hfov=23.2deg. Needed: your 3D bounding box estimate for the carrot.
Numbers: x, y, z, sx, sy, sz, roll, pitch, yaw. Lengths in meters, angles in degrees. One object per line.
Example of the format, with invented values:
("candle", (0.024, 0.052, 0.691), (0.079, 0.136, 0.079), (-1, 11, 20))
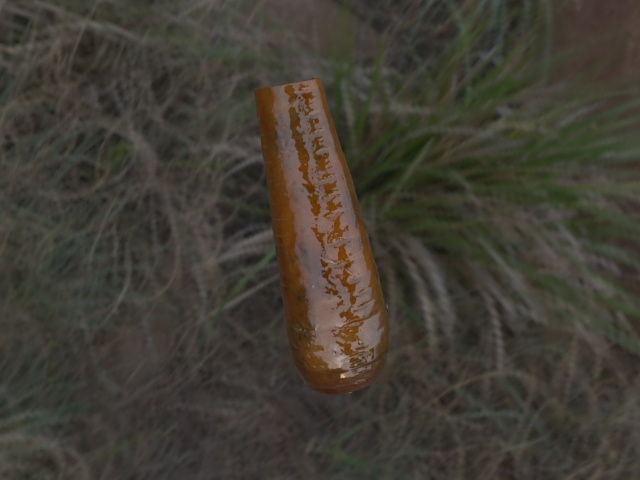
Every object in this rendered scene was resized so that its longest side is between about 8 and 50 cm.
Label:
("carrot", (0.000, 0.000, 0.449), (0.032, 0.032, 0.093), (-15, 101, -27))
